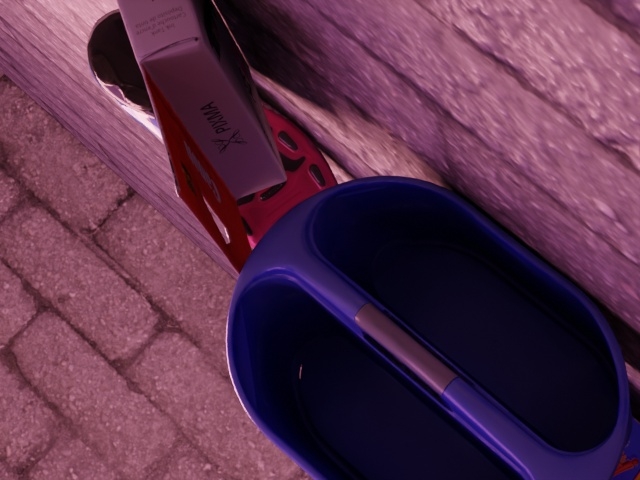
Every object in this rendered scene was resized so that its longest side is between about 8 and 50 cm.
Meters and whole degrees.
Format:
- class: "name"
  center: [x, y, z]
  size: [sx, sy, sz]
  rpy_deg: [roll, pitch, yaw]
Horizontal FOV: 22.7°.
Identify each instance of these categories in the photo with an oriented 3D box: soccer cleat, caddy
- class: "soccer cleat"
  center: [-0.089, -0.107, 1.573]
  size: [0.331, 0.116, 0.143]
  rpy_deg: [46, -171, -2]
- class: "caddy"
  center: [0.085, 0.104, 1.246]
  size: [0.341, 0.241, 0.179]
  rpy_deg: [39, 176, 25]

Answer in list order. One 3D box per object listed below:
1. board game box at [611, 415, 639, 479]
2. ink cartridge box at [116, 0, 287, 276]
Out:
- class: "board game box"
  center: [0.294, 0.257, 1.482]
  size: [0.233, 0.078, 0.347]
  rpy_deg: [43, 173, 14]
- class: "ink cartridge box"
  center: [-0.085, -0.097, 1.305]
  size: [0.275, 0.060, 0.239]
  rpy_deg: [59, -170, -65]
